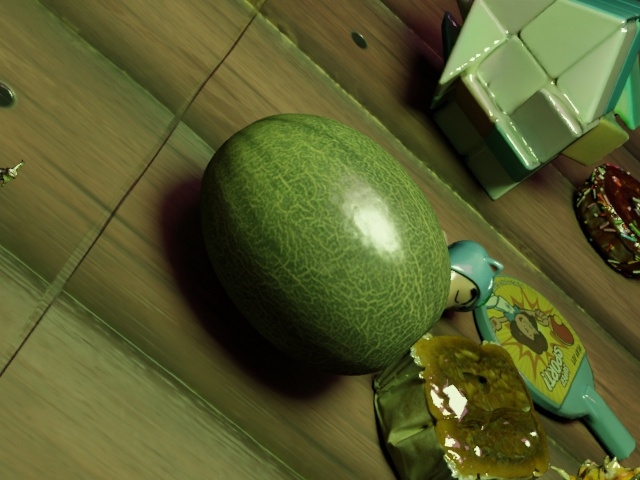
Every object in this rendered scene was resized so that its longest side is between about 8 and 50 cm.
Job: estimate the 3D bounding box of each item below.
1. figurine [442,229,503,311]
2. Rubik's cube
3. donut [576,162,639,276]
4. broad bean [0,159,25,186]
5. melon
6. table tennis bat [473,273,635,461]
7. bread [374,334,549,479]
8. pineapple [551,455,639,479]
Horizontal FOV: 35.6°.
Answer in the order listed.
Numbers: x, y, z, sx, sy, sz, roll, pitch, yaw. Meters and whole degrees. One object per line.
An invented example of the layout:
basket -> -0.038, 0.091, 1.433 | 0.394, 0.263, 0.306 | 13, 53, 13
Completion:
figurine -> 0.145, 0.037, 1.330 | 0.178, 0.114, 0.144 | 40, 42, 4
Rubik's cube -> 0.345, -0.277, 1.596 | 0.358, 0.368, 0.387 | 55, 32, 7
donut -> 0.565, -0.036, 1.858 | 0.235, 0.089, 0.235 | 28, 42, -29
broad bean -> -0.384, -0.128, 0.942 | 0.227, 0.039, 0.069 | 44, 42, -11
melon -> 0.000, 0.000, 1.077 | 0.302, 0.237, 0.237 | 50, 35, 7
table tennis bat -> 0.344, 0.185, 1.464 | 0.329, 0.044, 0.215 | 49, 34, 1
bread -> 0.172, 0.211, 1.188 | 0.209, 0.110, 0.192 | 13, 49, -41
pineapple -> 0.422, 0.343, 1.153 | 0.344, 0.286, 0.209 | -46, 120, -55
